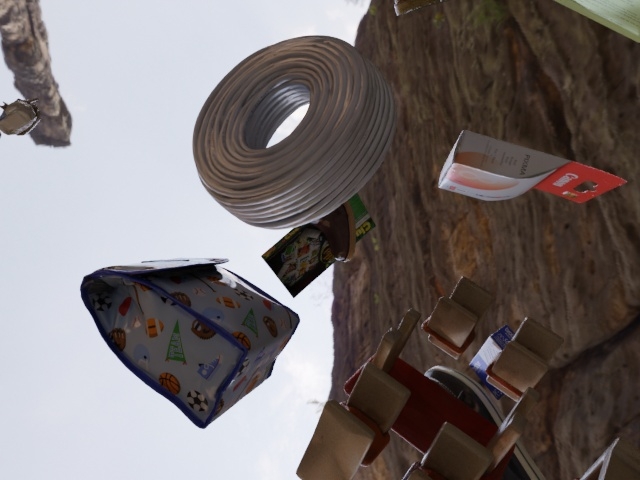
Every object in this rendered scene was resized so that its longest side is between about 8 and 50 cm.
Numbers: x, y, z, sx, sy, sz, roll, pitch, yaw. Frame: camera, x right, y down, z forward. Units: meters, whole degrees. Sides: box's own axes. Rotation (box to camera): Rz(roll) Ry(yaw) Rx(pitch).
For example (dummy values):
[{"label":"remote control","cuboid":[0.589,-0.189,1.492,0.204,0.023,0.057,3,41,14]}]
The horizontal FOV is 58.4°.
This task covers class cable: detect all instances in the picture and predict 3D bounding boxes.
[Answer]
[{"label":"cable","cuboid":[-0.038,-0.139,0.703,0.257,0.089,0.257,-29,-129,17]}]

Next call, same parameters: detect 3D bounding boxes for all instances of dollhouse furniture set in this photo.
[{"label":"dollhouse furniture set","cuboid":[0.141,0.184,0.496,0.259,0.135,0.262,34,-146,21]}]

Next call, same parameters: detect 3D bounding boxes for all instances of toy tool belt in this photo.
[{"label":"toy tool belt","cuboid":[-0.454,-0.180,0.848,0.083,0.052,0.051,-29,-145,12]}]

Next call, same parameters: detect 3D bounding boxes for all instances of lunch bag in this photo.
[{"label":"lunch bag","cuboid":[-0.281,0.164,1.254,0.385,0.239,0.328,32,-169,14]}]

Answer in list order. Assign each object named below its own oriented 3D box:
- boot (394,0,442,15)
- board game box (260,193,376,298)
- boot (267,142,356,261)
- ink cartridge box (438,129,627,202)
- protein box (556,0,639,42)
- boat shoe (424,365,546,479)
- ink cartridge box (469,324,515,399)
[{"label":"boot","cuboid":[0.232,-0.658,1.252,0.236,0.089,0.270,-23,-73,-20]},{"label":"board game box","cuboid":[0.000,0.000,1.293,0.259,0.136,0.030,-41,-146,-11]},{"label":"boot","cuboid":[-0.054,-0.063,1.066,0.206,0.090,0.248,-13,-95,-20]},{"label":"ink cartridge box","cuboid":[0.235,-0.066,0.671,0.179,0.145,0.045,21,-94,7]},{"label":"protein box","cuboid":[0.367,-0.357,0.648,0.199,0.201,0.136,23,-91,-5]},{"label":"boat shoe","cuboid":[0.336,0.467,1.277,0.156,0.187,0.500,-10,-147,-14]},{"label":"ink cartridge box","cuboid":[0.371,0.253,1.171,0.046,0.207,0.097,-32,-114,-13]}]
